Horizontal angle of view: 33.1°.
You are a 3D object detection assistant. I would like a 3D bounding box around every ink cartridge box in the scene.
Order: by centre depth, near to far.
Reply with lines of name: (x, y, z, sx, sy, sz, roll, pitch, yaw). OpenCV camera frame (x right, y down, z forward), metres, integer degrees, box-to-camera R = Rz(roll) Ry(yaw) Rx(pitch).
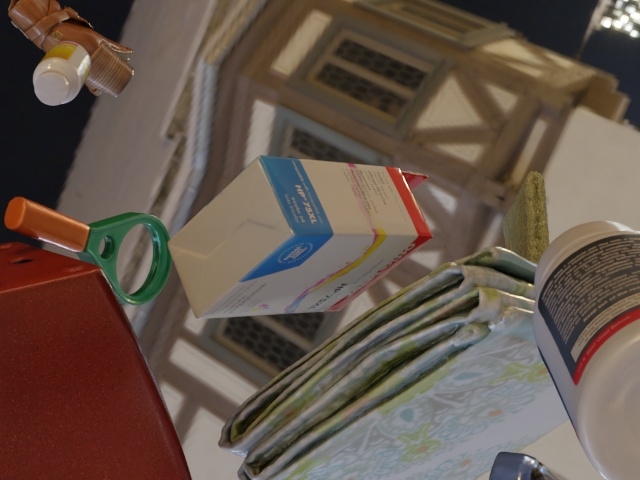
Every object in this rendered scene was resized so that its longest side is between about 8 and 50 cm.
ink cartridge box: (0.000, 0.000, 0.940, 0.231, 0.078, 0.134, 1, -33, -48)

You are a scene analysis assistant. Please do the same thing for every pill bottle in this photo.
pill bottle: (0.180, 0.055, 0.614, 0.180, 0.107, 0.108, -92, 18, -69)
pill bottle: (-0.239, -0.152, 0.992, 0.083, 0.043, 0.043, -91, 13, -64)

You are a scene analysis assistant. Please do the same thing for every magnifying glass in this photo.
magnifying glass: (-0.208, 0.004, 1.002, 0.231, 0.026, 0.092, 28, -107, -60)

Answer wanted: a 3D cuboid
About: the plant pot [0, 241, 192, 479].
plant pot: (-0.281, 0.138, 0.876, 0.267, 0.267, 0.236, -13, -76, -37)

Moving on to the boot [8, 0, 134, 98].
boot: (-0.298, -0.242, 1.272, 0.152, 0.197, 0.073, 38, -92, -22)

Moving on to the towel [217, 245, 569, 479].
towel: (0.126, 0.146, 1.045, 0.320, 0.090, 0.374, -38, -33, 24)

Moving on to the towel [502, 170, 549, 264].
towel: (0.220, 0.010, 1.153, 0.110, 0.027, 0.148, 100, 175, -60)

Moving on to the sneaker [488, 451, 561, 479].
sneaker: (0.189, 0.217, 0.766, 0.232, 0.090, 0.081, 51, -134, -46)
